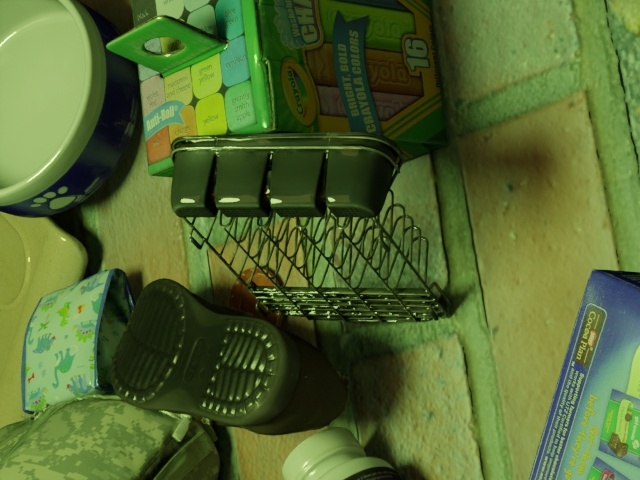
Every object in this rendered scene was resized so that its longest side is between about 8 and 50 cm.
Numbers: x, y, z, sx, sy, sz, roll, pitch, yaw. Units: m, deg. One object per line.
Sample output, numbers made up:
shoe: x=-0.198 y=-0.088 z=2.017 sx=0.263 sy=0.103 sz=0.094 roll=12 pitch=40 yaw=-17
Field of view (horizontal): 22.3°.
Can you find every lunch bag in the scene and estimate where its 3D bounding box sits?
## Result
lunch bag: x=-0.264 y=0.304 z=1.700 sx=0.256 sy=0.305 sz=0.212 roll=-20 pitch=109 yaw=37
lunch bag: x=-0.269 y=0.118 z=1.843 sx=0.129 sy=0.096 sz=0.151 roll=-20 pitch=65 yaw=32

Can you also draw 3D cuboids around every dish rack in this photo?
dish rack: x=0.000 y=0.000 z=1.446 sx=0.208 sy=0.271 sz=0.074 roll=2 pitch=64 yaw=24

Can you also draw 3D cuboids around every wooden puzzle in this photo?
wooden puzzle: x=-0.424 y=0.058 z=2.052 sx=0.348 sy=0.080 sz=0.322 roll=37 pitch=117 yaw=36

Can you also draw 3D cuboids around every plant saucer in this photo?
plant saucer: x=-0.066 y=0.068 z=1.696 sx=0.083 sy=0.013 sz=0.083 roll=-2 pitch=87 yaw=48

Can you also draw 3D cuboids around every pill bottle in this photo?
pill bottle: x=0.045 y=0.270 z=1.502 sx=0.193 sy=0.108 sz=0.108 roll=53 pitch=126 yaw=34

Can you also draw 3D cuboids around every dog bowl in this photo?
dog bowl: x=-0.344 y=-0.162 z=1.873 sx=0.265 sy=0.104 sz=0.265 roll=-7 pitch=74 yaw=26

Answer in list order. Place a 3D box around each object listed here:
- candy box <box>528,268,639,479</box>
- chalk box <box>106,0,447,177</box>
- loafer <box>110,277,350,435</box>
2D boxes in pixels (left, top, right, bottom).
candy box: x=0.314 y=0.197 z=1.195 sx=0.317 sy=0.122 sz=0.268 roll=29 pitch=109 yaw=45
chalk box: x=-0.052 y=-0.156 z=1.479 sx=0.180 sy=0.289 sz=0.179 roll=-16 pitch=77 yaw=47
loafer: x=-0.096 y=0.135 z=1.627 sx=0.366 sy=0.130 sz=0.134 roll=18 pitch=83 yaw=59
